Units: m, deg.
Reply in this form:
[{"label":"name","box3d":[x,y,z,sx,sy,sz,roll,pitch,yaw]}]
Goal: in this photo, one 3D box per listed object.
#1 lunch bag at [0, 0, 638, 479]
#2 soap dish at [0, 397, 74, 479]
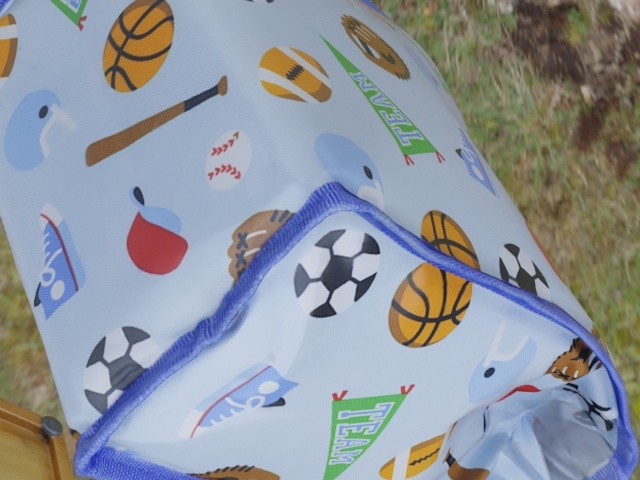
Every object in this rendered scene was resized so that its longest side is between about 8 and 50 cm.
[{"label":"lunch bag","box3d":[0.000,0.000,0.961,0.239,0.328,0.385,-44,141,21]},{"label":"soap dish","box3d":[-0.338,0.215,1.436,0.291,0.229,0.118,29,114,-35]}]
